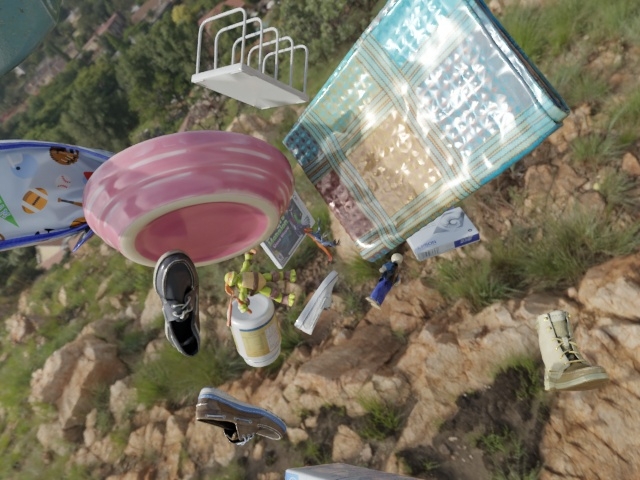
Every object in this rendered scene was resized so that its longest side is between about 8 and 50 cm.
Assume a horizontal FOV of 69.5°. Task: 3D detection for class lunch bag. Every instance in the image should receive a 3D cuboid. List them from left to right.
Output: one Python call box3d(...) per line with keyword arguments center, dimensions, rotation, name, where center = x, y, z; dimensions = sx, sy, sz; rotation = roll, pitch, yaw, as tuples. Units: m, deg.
box3d(center=(-0.581, -0.102, 0.995), dimensions=(0.384, 0.239, 0.327), rotation=(-13, 13, -19), name="lunch bag")

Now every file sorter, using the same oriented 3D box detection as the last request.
box3d(center=(-0.187, -0.501, 1.299), dimensions=(0.192, 0.277, 0.173), rotation=(3, 90, 36), name="file sorter")

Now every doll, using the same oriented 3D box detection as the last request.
box3d(center=(0.215, 0.123, 1.486), dimensions=(0.046, 0.129, 0.189), rotation=(18, 70, 41), name="doll")

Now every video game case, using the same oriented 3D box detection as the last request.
box3d(center=(-0.104, -0.050, 1.263), dimensions=(0.022, 0.173, 0.190), rotation=(-1, 43, 42), name="video game case")

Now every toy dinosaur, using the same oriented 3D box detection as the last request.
box3d(center=(0.000, 0.000, 0.950), dimensions=(0.047, 0.082, 0.090), rotation=(-143, 64, -65), name="toy dinosaur")

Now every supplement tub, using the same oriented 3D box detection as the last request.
box3d(center=(-0.200, 0.279, 1.435), dimensions=(0.144, 0.200, 0.144), rotation=(-5, 35, 4), name="supplement tub")

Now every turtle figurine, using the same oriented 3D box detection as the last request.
box3d(center=(-0.182, 0.132, 1.305), dimensions=(0.087, 0.217, 0.270), rotation=(-49, 35, 47), name="turtle figurine")

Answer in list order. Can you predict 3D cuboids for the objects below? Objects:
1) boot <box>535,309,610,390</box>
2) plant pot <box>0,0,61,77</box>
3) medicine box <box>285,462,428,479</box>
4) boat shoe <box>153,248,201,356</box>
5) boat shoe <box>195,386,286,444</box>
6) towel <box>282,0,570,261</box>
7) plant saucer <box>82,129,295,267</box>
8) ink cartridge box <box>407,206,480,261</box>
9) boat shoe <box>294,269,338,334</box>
box3d(center=(0.627, 0.275, 1.173), dimensions=(0.095, 0.262, 0.204), rotation=(-3, 70, 7), name="boot")
box3d(center=(-0.506, -0.364, 0.619), dimensions=(0.252, 0.247, 0.248), rotation=(-16, 54, -1), name="plant pot")
box3d(center=(0.067, 0.563, 0.824), dimensions=(0.289, 0.149, 0.264), rotation=(-24, 60, 52), name="medicine box")
box3d(center=(-0.226, 0.109, 0.768), dimensions=(0.075, 0.206, 0.065), rotation=(-18, 41, -32), name="boat shoe")
box3d(center=(-0.150, 0.340, 0.856), dimensions=(0.066, 0.183, 0.066), rotation=(-47, 20, 43), name="boat shoe")
box3d(center=(0.111, -0.157, 0.658), dimensions=(0.040, 0.272, 0.370), rotation=(-26, -11, -47), name="towel")
box3d(center=(-0.196, -0.042, 0.745), dimensions=(0.331, 0.332, 0.084), rotation=(-28, 66, 22), name="plant saucer")
box3d(center=(0.407, -0.042, 1.616), dimensions=(0.223, 0.045, 0.224), rotation=(-20, 36, 1), name="ink cartridge box")
box3d(center=(0.006, 0.242, 1.799), dimensions=(0.268, 0.088, 0.096), rotation=(-54, -4, -22), name="boat shoe")
